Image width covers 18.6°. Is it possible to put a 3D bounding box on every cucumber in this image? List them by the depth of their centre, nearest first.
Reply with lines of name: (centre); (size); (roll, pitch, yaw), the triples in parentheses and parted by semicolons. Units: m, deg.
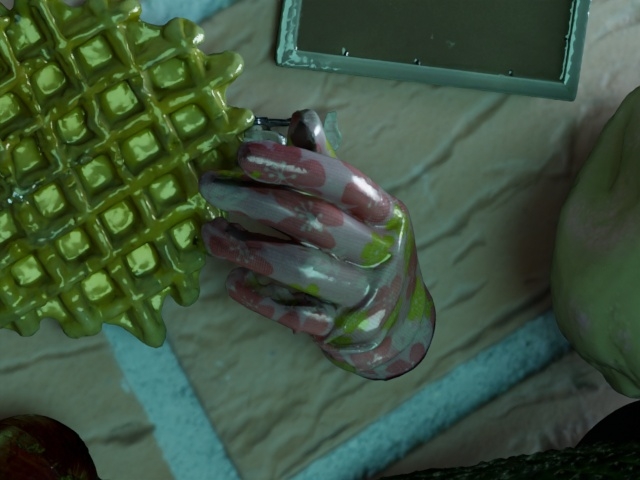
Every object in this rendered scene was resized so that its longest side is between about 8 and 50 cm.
cucumber: (0.162, 0.210, 1.502); (0.096, 0.359, 0.096); (32, 51, -52)

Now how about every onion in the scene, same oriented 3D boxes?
onion: (-0.217, 0.186, 1.414); (0.118, 0.118, 0.117); (-7, 80, -23)

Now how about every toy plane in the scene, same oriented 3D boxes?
toy plane: (-0.040, -0.073, 1.492); (0.120, 0.031, 0.049); (-3, 92, -21)

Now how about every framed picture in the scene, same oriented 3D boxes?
framed picture: (0.098, -0.227, 1.532); (0.274, 0.017, 0.217); (7, 96, -25)

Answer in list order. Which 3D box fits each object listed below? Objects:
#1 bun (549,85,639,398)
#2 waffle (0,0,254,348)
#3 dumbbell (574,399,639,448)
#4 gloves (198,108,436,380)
bun: (0.338, 0.032, 1.563); (0.361, 0.213, 0.361); (19, 49, -24)
waffle: (-0.173, -0.050, 1.416); (0.250, 0.056, 0.261); (17, 95, -22)
dumbbell: (0.345, 0.268, 1.550); (0.203, 0.322, 0.204); (-9, 110, -26)
gloves: (0.009, 0.005, 1.447); (0.145, 0.126, 0.241); (-56, 146, -15)
